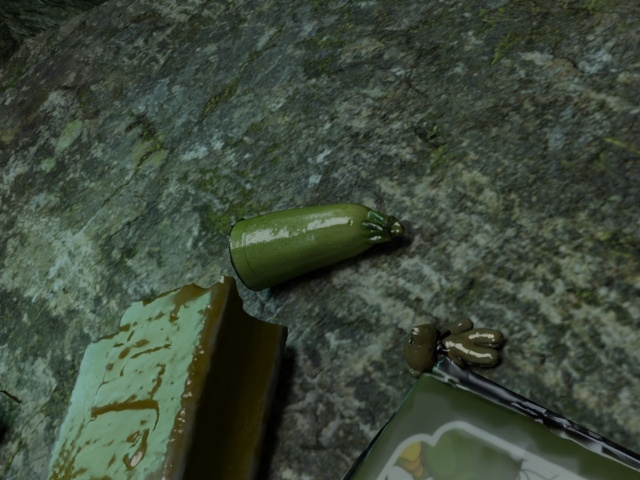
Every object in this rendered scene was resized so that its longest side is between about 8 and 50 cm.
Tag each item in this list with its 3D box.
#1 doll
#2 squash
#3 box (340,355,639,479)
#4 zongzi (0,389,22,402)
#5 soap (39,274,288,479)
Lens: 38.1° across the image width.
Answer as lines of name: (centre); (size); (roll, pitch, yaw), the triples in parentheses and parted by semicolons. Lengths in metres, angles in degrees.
doll: (0.124, 0.102, 0.872); (0.093, 0.051, 0.061); (8, 50, 17)
squash: (0.000, 0.000, 1.088); (0.224, 0.094, 0.094); (-11, 42, 32)
box: (0.103, 0.311, 0.472); (0.373, 0.138, 0.420); (22, 68, 44)
zongzi: (-0.581, 0.310, 1.305); (0.241, 0.111, 0.247); (-11, 42, 29)
soap: (-0.180, 0.207, 0.983); (0.259, 0.143, 0.281); (-23, 41, 30)
